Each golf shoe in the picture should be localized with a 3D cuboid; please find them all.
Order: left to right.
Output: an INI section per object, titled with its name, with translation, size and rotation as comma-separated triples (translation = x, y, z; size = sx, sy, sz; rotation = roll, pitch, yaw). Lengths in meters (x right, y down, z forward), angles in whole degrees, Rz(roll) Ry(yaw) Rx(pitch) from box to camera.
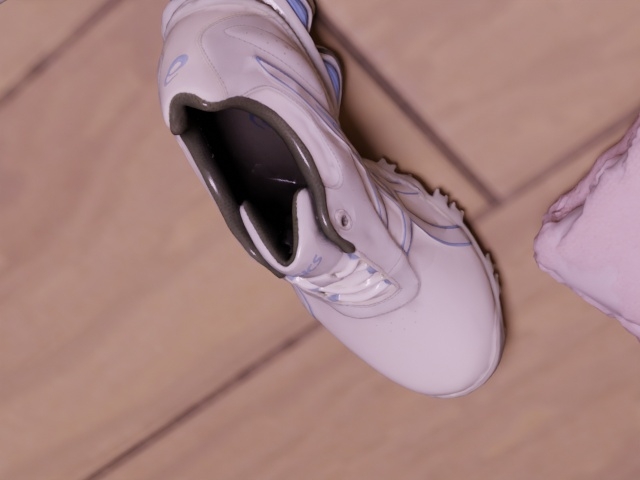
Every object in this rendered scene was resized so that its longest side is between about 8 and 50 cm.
[golf shoe]
translation = 0.000, 0.000, 0.485
size = 0.069, 0.086, 0.176
rotation = -28, 114, 25

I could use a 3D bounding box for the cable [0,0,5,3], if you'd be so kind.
[cable]
translation = 0.010, -0.159, 0.417
size = 0.287, 0.072, 0.139
rotation = -11, 102, 5

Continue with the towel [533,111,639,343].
[towel]
translation = 0.278, -0.005, 0.411
size = 0.332, 0.053, 0.317
rotation = 37, 123, 2
